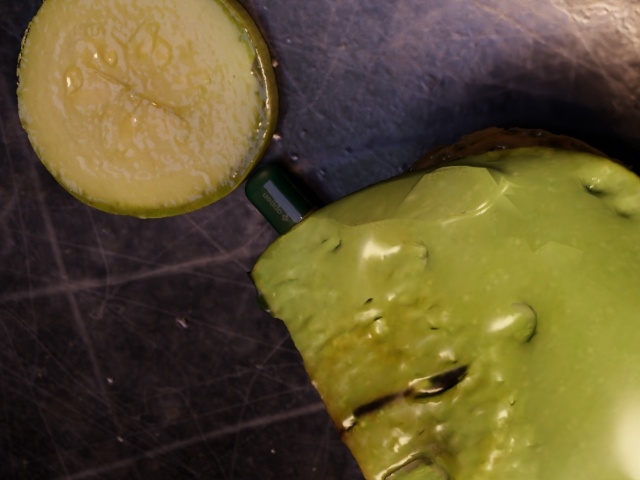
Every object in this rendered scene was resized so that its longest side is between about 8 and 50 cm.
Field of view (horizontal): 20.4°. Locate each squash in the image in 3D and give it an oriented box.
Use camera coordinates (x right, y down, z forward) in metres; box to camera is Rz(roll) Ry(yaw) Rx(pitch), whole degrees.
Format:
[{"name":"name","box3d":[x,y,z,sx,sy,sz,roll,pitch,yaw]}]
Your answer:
[{"name":"squash","box3d":[-0.142,-0.123,1.447,0.219,0.041,0.219,6,110,16]}]

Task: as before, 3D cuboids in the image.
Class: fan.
[{"name":"fan","box3d":[0.000,0.000,1.444,0.082,0.039,0.155,-41,91,26]}]

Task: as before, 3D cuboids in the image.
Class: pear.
[{"name":"pear","box3d":[0.169,0.089,1.194,0.318,0.238,0.342,-34,67,13]}]

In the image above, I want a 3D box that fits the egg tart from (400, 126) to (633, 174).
[{"name":"egg tart","box3d":[0.156,0.047,1.370,0.295,0.116,0.294,5,111,14]}]
